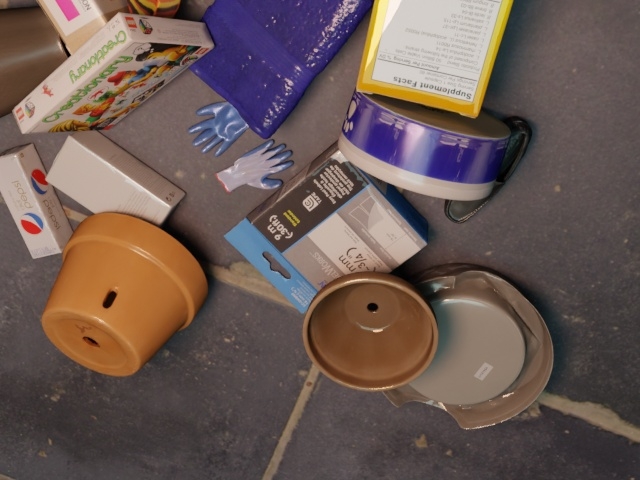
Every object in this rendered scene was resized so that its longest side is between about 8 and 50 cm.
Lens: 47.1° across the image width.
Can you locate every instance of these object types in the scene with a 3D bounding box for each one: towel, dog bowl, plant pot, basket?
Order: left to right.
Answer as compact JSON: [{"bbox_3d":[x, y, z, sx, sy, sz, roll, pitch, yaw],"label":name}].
[{"bbox_3d":[-0.533,-0.328,1.299,0.227,0.154,0.204,-12,111,10],"label":"basket"},{"bbox_3d":[-0.388,0.121,1.401,0.291,0.203,0.291,14,139,13],"label":"plant pot"},{"bbox_3d":[-0.076,-0.354,1.230,0.227,0.076,0.308,45,117,5],"label":"towel"},{"bbox_3d":[0.092,0.146,1.324,0.237,0.110,0.237,3,116,7],"label":"plant pot"},{"bbox_3d":[0.168,-0.168,1.192,0.265,0.265,0.104,17,114,1],"label":"dog bowl"},{"bbox_3d":[0.270,0.201,1.440,0.349,0.102,0.349,4,116,8],"label":"dog bowl"}]

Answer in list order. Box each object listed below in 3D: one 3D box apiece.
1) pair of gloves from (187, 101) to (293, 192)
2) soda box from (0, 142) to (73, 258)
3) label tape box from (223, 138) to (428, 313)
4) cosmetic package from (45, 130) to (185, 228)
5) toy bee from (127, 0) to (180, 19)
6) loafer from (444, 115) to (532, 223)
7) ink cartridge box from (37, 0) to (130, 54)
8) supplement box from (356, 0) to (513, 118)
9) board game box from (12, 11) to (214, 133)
[{"bbox_3d":[-0.148,-0.174,1.375,0.159,0.023,0.198,-24,108,19],"label":"pair of gloves"},{"bbox_3d":[-0.571,-0.077,1.460,0.069,0.074,0.216,-11,113,14],"label":"soda box"},{"bbox_3d":[0.000,0.000,1.384,0.334,0.106,0.240,-38,105,22],"label":"label tape box"},{"bbox_3d":[-0.393,-0.105,1.414,0.231,0.085,0.117,37,116,-7],"label":"cosmetic package"},{"bbox_3d":[-0.290,-0.494,1.144,0.162,0.195,0.298,-12,124,42],"label":"toy bee"},{"bbox_3d":[0.291,-0.118,1.298,0.076,0.078,0.223,31,116,-6],"label":"loafer"},{"bbox_3d":[-0.396,-0.438,1.195,0.088,0.193,0.234,-23,110,18],"label":"ink cartridge box"},{"bbox_3d":[0.191,-0.397,1.119,0.194,0.195,0.356,14,116,3],"label":"supplement box"},{"bbox_3d":[-0.348,-0.273,1.232,0.305,0.193,0.053,-27,85,33],"label":"board game box"}]
